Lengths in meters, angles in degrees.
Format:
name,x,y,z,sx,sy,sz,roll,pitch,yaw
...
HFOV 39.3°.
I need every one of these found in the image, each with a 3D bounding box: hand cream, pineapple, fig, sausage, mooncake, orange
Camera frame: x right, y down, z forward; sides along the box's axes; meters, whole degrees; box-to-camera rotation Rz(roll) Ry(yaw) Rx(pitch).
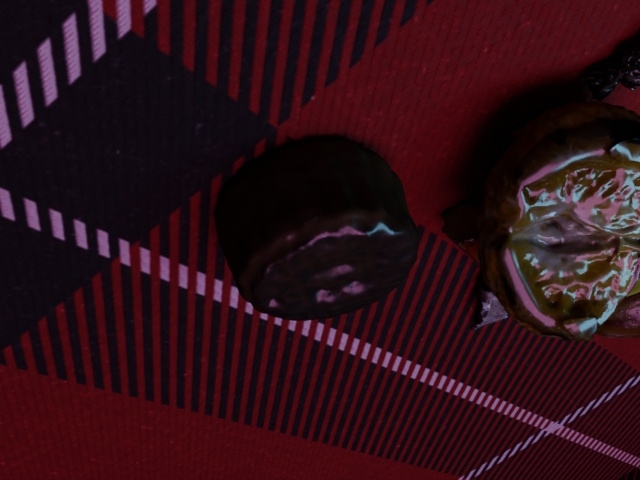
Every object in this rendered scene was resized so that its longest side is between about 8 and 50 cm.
name,x,y,z,sx,sy,sz,roll,pitch,yaw
hand cream,0.343,0.121,1.782,0.084,0.050,0.257,-23,149,-4
pineapple,0.463,-0.259,1.302,0.159,0.074,0.074,-30,146,19
fig,0.591,0.085,1.712,0.263,0.224,0.224,-1,142,-12
sausage,0.298,0.012,1.579,0.083,0.083,0.264,-34,147,16
mooncake,0.000,0.000,1.309,0.290,0.161,0.290,-14,147,-9
orange,0.364,-0.045,1.385,0.270,0.210,0.369,2,114,-21

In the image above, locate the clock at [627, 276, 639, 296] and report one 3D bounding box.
name,x,y,z,sx,sy,sz,roll,pitch,yaw
clock,0.478,0.001,1.548,0.143,0.202,0.096,-21,147,-4
